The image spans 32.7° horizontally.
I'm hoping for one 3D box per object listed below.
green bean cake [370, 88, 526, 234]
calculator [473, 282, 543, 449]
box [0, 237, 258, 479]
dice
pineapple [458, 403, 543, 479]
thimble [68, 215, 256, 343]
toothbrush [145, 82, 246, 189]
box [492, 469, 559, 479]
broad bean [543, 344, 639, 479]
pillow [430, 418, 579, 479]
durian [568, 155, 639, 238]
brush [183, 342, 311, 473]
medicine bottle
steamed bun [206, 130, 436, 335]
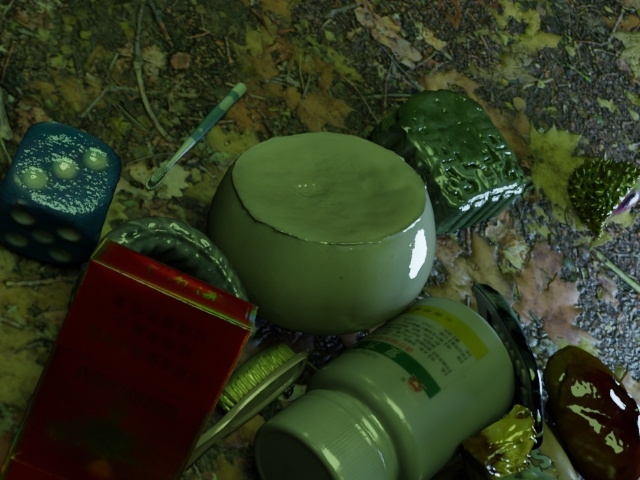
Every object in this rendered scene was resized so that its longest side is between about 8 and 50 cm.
[{"bbox_3d":[0.207,-0.134,1.819,0.222,0.125,0.227,-19,68,-36],"label":"green bean cake"},{"bbox_3d":[0.276,0.184,1.591,0.040,0.177,0.268,-10,32,-2],"label":"calculator"},{"bbox_3d":[-0.227,0.180,1.274,0.197,0.313,0.089,25,15,-7],"label":"box"},{"bbox_3d":[-0.351,-0.062,1.455,0.146,0.143,0.146,20,56,-13],"label":"dice"},{"bbox_3d":[0.232,0.280,1.458,0.116,0.137,0.069,10,21,-47],"label":"pineapple"},{"bbox_3d":[-0.209,0.095,1.427,0.236,0.172,0.205,31,55,-7],"label":"thimble"},{"bbox_3d":[-0.187,-0.167,1.678,0.019,0.025,0.275,39,52,-3],"label":"toothbrush"},{"bbox_3d":[0.180,0.503,1.349,0.367,0.090,0.373,-13,90,-18],"label":"box"},{"bbox_3d":[0.419,0.276,1.693,0.156,0.122,0.228,-22,76,-38],"label":"broad bean"},{"bbox_3d":[0.291,0.422,1.539,0.310,0.119,0.312,-25,72,-31],"label":"pillow"},{"bbox_3d":[0.531,-0.112,1.987,0.119,0.108,0.187,45,52,1],"label":"durian"},{"bbox_3d":[-0.135,0.233,1.463,0.067,0.072,0.313,35,52,23],"label":"brush"},{"bbox_3d":[0.087,0.237,1.479,0.340,0.208,0.208,-30,80,-37],"label":"medicine bottle"},{"bbox_3d":[0.000,0.000,1.546,0.324,0.206,0.324,4,39,-4],"label":"steamed bun"}]
